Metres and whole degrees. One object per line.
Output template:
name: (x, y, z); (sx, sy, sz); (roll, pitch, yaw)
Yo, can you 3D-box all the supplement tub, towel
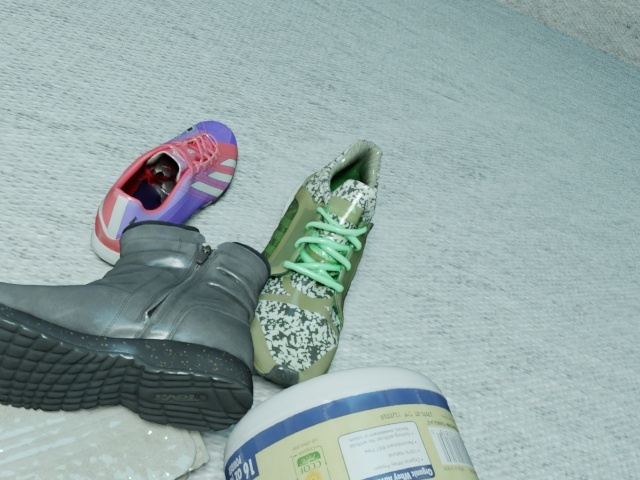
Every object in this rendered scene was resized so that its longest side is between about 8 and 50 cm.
supplement tub: (0.051, 0.295, 0.533); (0.228, 0.228, 0.316); (3, 49, -27)
towel: (-0.263, 0.189, 0.593); (0.282, 0.049, 0.187); (-11, 55, -35)

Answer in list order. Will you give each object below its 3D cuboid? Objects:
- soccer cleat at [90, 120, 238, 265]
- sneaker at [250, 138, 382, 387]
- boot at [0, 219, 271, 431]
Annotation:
soccer cleat: (-0.190, -0.094, 0.848); (0.109, 0.116, 0.318); (31, 42, 0)
sneaker: (0.000, 0.000, 0.818); (0.158, 0.182, 0.410); (24, 43, -8)
boot: (-0.221, 0.059, 0.642); (0.338, 0.118, 0.222); (20, 36, -18)
